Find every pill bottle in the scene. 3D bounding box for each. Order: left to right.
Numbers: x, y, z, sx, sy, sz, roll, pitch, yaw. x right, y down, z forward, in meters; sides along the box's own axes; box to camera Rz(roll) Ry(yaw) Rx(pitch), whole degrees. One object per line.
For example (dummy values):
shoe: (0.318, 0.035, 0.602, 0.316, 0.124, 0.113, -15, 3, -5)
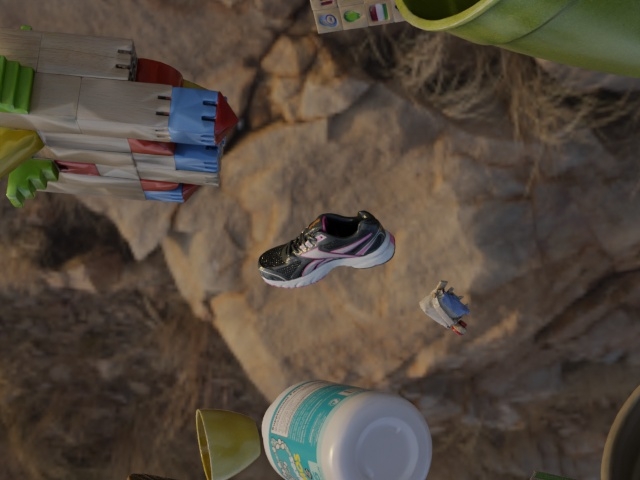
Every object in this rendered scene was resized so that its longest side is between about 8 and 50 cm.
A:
pill bottle: (0.019, 0.259, 1.426, 0.146, 0.146, 0.264, 15, 172, -26)

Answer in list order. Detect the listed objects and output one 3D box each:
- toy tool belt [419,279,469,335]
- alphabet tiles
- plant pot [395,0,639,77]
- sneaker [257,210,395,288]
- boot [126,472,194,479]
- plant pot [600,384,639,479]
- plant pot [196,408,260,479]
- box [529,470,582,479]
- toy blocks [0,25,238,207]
toy tool belt: (0.176, 0.089, 1.460, 0.083, 0.052, 0.051, 33, 102, -28)
alphabet tiles: (0.068, -0.422, 1.595, 0.198, 0.009, 0.237, -6, 127, 11)
plant pot: (0.322, -0.326, 1.158, 0.353, 0.366, 0.366, 20, 145, -24)
sneaker: (0.000, 0.000, 1.388, 0.178, 0.072, 0.077, -17, 133, 14)
boot: (-0.164, 0.345, 1.182, 0.077, 0.165, 0.213, 28, 179, 40)
plant pot: (0.483, 0.288, 1.094, 0.323, 0.323, 0.280, -16, 128, 26)
plant pot: (-0.159, 0.354, 1.926, 0.095, 0.134, 0.134, -9, 153, -14)
box: (0.337, 0.493, 1.569, 0.127, 0.262, 0.231, 9, -175, 18)
toy blocks: (-0.223, -0.132, 1.279, 0.261, 0.191, 0.381, 5, 166, -3)
